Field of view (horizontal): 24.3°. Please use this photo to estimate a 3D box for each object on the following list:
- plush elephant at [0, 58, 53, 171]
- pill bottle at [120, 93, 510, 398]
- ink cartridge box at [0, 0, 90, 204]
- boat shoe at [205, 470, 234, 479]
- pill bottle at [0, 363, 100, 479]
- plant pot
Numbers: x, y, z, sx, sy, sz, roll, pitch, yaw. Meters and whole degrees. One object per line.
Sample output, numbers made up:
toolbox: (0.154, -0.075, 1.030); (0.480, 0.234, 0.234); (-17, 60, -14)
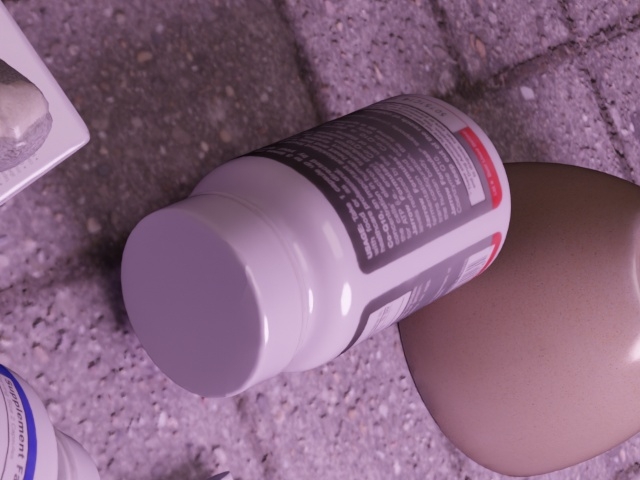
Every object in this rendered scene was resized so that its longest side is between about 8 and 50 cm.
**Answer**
plush elephant: (-0.317, -0.146, 0.698); (0.255, 0.272, 0.330); (6, 69, -77)
pill bottle: (0.000, 0.000, 1.094); (0.283, 0.161, 0.161); (-25, 96, -45)
ink cartridge box: (-0.312, -0.107, 0.895); (0.239, 0.060, 0.275); (-38, 107, -18)
boat shoe: (-0.090, 0.198, 1.038); (0.100, 0.035, 0.035); (-32, 98, -52)
pill bottle: (-0.239, 0.117, 0.801); (0.272, 0.152, 0.152); (41, 50, -54)
plant pot: (0.232, 0.054, 1.286); (0.284, 0.191, 0.284); (15, 68, -42)
